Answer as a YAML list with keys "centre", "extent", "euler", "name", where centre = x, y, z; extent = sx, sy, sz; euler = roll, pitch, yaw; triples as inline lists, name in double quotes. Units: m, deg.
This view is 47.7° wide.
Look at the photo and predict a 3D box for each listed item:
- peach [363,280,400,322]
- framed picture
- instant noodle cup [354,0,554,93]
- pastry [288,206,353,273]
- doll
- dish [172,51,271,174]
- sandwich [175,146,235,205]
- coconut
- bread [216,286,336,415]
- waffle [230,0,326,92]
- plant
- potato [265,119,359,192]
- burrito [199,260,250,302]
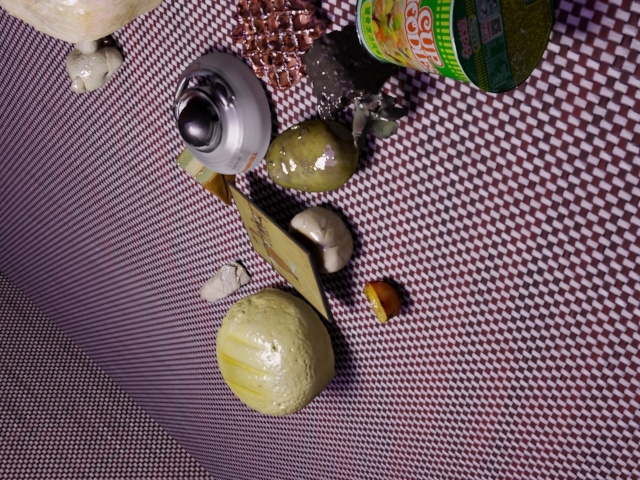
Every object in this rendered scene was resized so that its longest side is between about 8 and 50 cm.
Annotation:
- centre: [0.138, 0.127, 1.565]
  extent: [0.098, 0.061, 0.098]
  euler: [59, 165, 28]
  name: "peach"
- centre: [-0.096, 0.023, 1.695]
  extent: [0.338, 0.014, 0.255]
  euler: [40, 158, 38]
  name: "framed picture"
- centre: [0.179, -0.321, 1.038]
  extent: [0.232, 0.207, 0.207]
  euler: [21, 134, 51]
  name: "instant noodle cup"
- centre: [0.000, 0.000, 1.597]
  extent: [0.156, 0.092, 0.157]
  euler: [33, 139, 34]
  name: "pastry"
- centre: [-0.591, -0.529, 1.860]
  extent: [0.149, 0.175, 0.278]
  euler: [-1, 115, 8]
  name: "doll"
- centre: [-0.250, -0.266, 1.587]
  extent: [0.273, 0.133, 0.274]
  euler: [17, 118, 35]
  name: "dish"
- centre: [-0.251, -0.191, 1.808]
  extent: [0.117, 0.144, 0.187]
  euler: [41, 179, 19]
  name: "sandwich"
- centre: [-0.526, -0.599, 1.484]
  extent: [0.404, 0.404, 0.405]
  euler: [31, 139, 31]
  name: "coconut"
- centre: [-0.118, 0.287, 1.850]
  extent: [0.320, 0.237, 0.321]
  euler: [27, 136, 29]
  name: "bread"
- centre: [-0.087, -0.404, 1.395]
  extent: [0.221, 0.055, 0.234]
  euler: [47, 140, 14]
  name: "waffle"
- centre: [0.063, -0.266, 1.257]
  extent: [0.142, 0.131, 0.203]
  euler: [-20, 93, 54]
  name: "plant"
- centre: [-0.013, -0.168, 1.456]
  extent: [0.251, 0.113, 0.150]
  euler: [-11, 102, 44]
  name: "potato"
- centre: [-0.286, 0.125, 2.077]
  extent: [0.082, 0.059, 0.275]
  euler: [44, 147, -10]
  name: "burrito"
